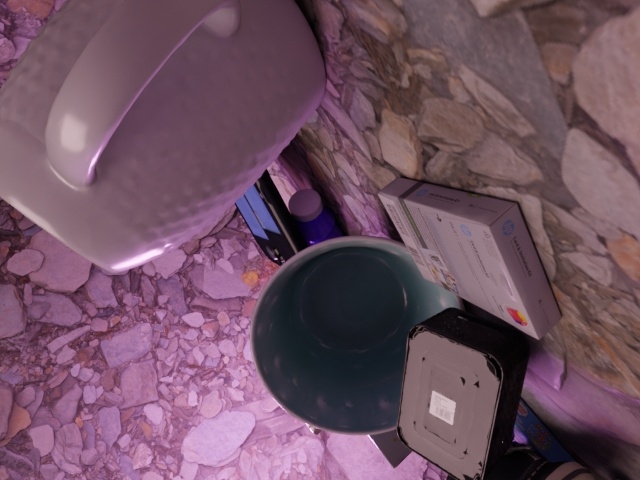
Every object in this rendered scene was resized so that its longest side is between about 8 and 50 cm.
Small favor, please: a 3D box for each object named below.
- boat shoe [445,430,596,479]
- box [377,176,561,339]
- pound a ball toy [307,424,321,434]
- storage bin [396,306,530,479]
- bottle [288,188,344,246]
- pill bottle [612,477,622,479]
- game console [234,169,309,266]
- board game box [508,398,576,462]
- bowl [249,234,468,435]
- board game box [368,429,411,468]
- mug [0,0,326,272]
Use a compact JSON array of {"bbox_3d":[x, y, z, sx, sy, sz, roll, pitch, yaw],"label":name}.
[{"bbox_3d":[0.266,0.385,0.661,0.156,0.187,0.500,38,167,30],"label":"boat shoe"},{"bbox_3d":[0.151,0.009,0.482,0.145,0.038,0.186,57,170,-25],"label":"box"},{"bbox_3d":[0.030,0.187,0.889,0.208,0.319,0.136,40,163,20],"label":"pound a ball toy"},{"bbox_3d":[0.175,0.191,0.564,0.122,0.084,0.180,18,112,41],"label":"storage bin"},{"bbox_3d":[0.000,0.000,0.971,0.118,0.092,0.283,43,166,32],"label":"bottle"},{"bbox_3d":[0.390,0.357,0.536,0.116,0.065,0.065,46,168,34],"label":"pill bottle"},{"bbox_3d":[-0.148,-0.104,0.921,0.387,0.060,0.342,62,169,-17],"label":"game console"},{"bbox_3d":[0.329,0.324,0.774,0.160,0.039,0.211,50,168,11],"label":"board game box"},{"bbox_3d":[0.055,0.122,0.704,0.312,0.311,0.163,54,-170,-13],"label":"bowl"},{"bbox_3d":[0.162,0.286,0.870,0.098,0.224,0.303,53,170,4],"label":"board game box"},{"bbox_3d":[-0.180,-0.142,0.477,0.276,0.328,0.374,41,165,-14],"label":"mug"}]
